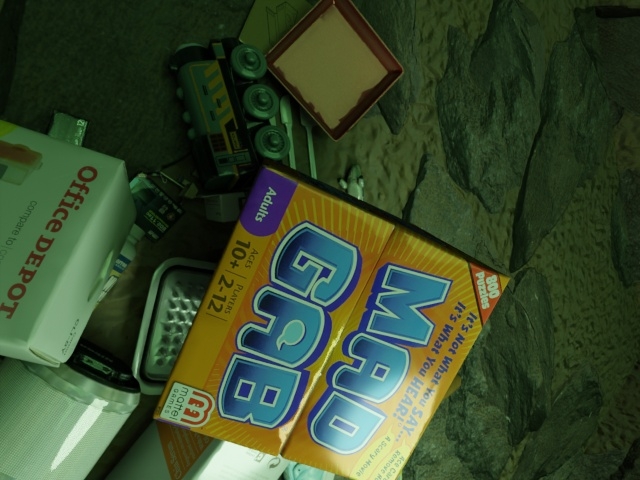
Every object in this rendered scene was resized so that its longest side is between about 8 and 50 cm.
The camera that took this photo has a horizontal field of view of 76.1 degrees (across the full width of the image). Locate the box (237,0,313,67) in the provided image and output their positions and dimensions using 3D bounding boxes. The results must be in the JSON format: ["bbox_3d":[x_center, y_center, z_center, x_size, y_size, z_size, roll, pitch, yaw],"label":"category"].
[{"bbox_3d":[-0.095,-0.513,0.987,0.165,0.021,0.201,27,78,-33],"label":"box"}]

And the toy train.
[{"bbox_3d":[-0.189,-0.259,0.851,0.191,0.142,0.333,-16,89,-26],"label":"toy train"}]

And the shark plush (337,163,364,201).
[{"bbox_3d":[0.113,-0.129,1.144,0.161,0.073,0.067,66,30,-14],"label":"shark plush"}]

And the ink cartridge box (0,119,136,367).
[{"bbox_3d":[-0.492,-0.024,0.539,0.385,0.160,0.278,18,63,-11],"label":"ink cartridge box"}]

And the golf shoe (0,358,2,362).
[{"bbox_3d":[-0.598,0.267,0.671,0.086,0.069,0.176,39,73,-37],"label":"golf shoe"}]

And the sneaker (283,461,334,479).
[{"bbox_3d":[-0.054,0.599,1.046,0.150,0.135,0.365,28,69,-25],"label":"sneaker"}]

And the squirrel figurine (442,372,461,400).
[{"bbox_3d":[0.108,0.252,1.044,0.397,0.281,0.369,-18,98,-35],"label":"squirrel figurine"}]

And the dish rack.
[{"bbox_3d":[-0.232,0.192,0.914,0.333,0.072,0.285,14,86,-35],"label":"dish rack"}]

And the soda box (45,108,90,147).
[{"bbox_3d":[-0.470,-0.143,0.734,0.060,0.053,0.168,17,83,-34],"label":"soda box"}]

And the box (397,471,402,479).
[{"bbox_3d":[0.115,0.594,1.088,0.058,0.232,0.087,-3,94,-32],"label":"box"}]

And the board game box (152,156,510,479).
[{"bbox_3d":[-0.004,0.098,0.694,0.357,0.356,0.356,24,99,-11],"label":"board game box"}]

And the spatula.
[{"bbox_3d":[-0.071,-0.245,1.025,0.168,0.019,0.241,-13,101,-34],"label":"spatula"}]

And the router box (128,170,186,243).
[{"bbox_3d":[-0.352,-0.067,0.831,0.122,0.038,0.092,48,68,-28],"label":"router box"}]

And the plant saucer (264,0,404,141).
[{"bbox_3d":[0.032,-0.418,0.990,0.258,0.048,0.259,-47,109,-4],"label":"plant saucer"}]

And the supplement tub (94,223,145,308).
[{"bbox_3d":[-0.425,0.033,0.723,0.144,0.144,0.199,42,71,-30],"label":"supplement tub"}]

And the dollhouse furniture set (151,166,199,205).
[{"bbox_3d":[-0.286,-0.131,0.828,0.081,0.114,0.090,36,76,-27],"label":"dollhouse furniture set"}]

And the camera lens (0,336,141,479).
[{"bbox_3d":[-0.460,0.305,0.673,0.219,0.220,0.274,43,70,-29],"label":"camera lens"}]

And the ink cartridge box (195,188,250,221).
[{"bbox_3d":[-0.188,-0.079,0.905,0.180,0.104,0.060,-12,102,-33],"label":"ink cartridge box"}]

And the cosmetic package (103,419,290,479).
[{"bbox_3d":[-0.285,0.490,0.760,0.453,0.230,0.161,-51,122,-10],"label":"cosmetic package"}]
